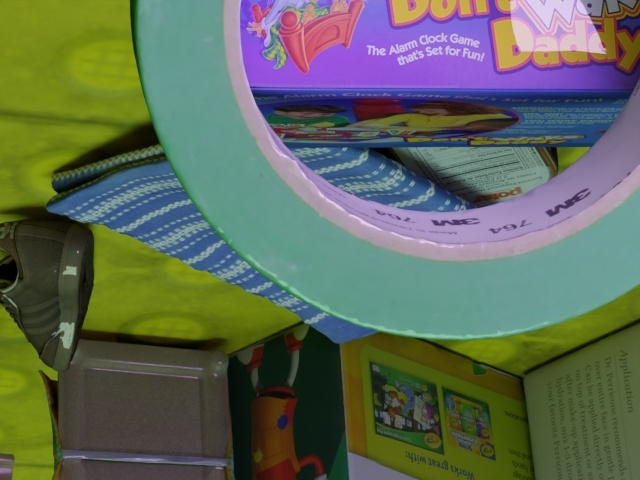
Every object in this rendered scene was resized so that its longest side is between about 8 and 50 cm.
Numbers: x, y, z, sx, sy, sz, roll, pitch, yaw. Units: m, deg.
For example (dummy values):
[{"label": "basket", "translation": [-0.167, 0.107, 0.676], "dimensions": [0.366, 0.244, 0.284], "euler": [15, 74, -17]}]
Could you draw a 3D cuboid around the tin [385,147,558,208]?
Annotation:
[{"label": "tin", "translation": [0.099, -0.072, 1.349], "dimensions": [0.106, 0.040, 0.190], "euler": [-9, 154, 19]}]

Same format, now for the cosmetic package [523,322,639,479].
[{"label": "cosmetic package", "translation": [0.391, 0.156, 1.634], "dimensions": [0.161, 0.230, 0.453], "euler": [17, 148, -37]}]

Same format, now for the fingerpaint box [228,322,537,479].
[{"label": "fingerpaint box", "translation": [0.119, 0.307, 1.742], "dimensions": [0.163, 0.371, 0.445], "euler": [-25, 147, 37]}]

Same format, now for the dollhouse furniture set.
[{"label": "dollhouse furniture set", "translation": [-0.229, 0.188, 1.645], "dimensions": [0.301, 0.197, 0.151], "euler": [7, 150, -19]}]

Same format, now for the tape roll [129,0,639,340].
[{"label": "tape roll", "translation": [0.068, -0.113, 0.971], "dimensions": [0.321, 0.321, 0.077], "euler": [0, -167, -8]}]

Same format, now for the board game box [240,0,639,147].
[{"label": "board game box", "translation": [0.094, -0.106, 1.142], "dimensions": [0.347, 0.078, 0.233], "euler": [0, 175, -7]}]

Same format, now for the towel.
[{"label": "towel", "translation": [0.000, 0.000, 1.434], "dimensions": [0.243, 0.040, 0.336], "euler": [-13, 154, 38]}]

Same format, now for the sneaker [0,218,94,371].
[{"label": "sneaker", "translation": [-0.213, 0.035, 1.512], "dimensions": [0.071, 0.066, 0.188], "euler": [15, 147, -1]}]
